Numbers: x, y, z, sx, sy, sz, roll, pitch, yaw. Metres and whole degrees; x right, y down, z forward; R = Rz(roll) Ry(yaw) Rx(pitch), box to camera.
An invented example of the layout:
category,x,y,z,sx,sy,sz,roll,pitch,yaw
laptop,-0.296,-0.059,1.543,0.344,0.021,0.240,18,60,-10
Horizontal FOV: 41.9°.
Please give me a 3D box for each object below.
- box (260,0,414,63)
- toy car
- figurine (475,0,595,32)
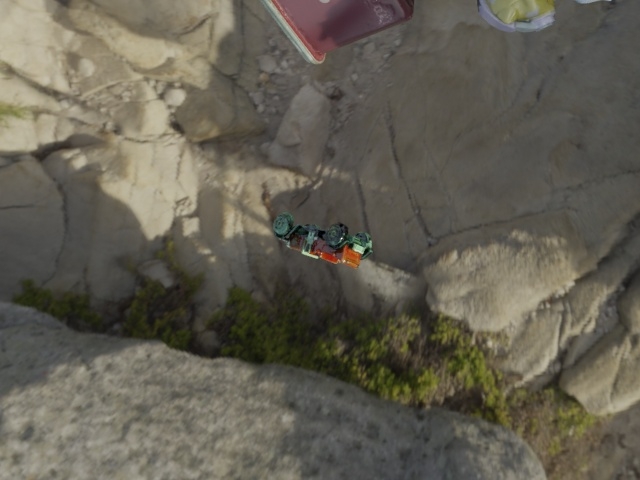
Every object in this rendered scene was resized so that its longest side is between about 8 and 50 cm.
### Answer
category,x,y,z,sx,sy,sz,roll,pitch,yaw
box,0.004,-0.394,1.079,0.168,0.193,0.294,-13,143,26
toy car,0.000,0.000,1.160,0.143,0.073,0.054,11,83,41
figurine,0.273,-0.328,0.989,0.184,0.208,0.128,-27,84,-3
